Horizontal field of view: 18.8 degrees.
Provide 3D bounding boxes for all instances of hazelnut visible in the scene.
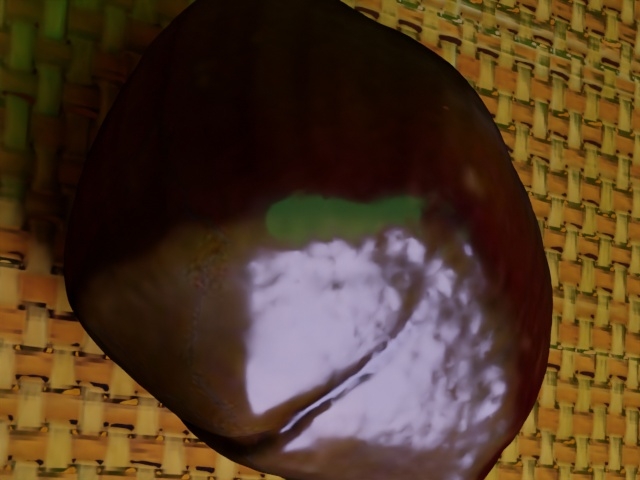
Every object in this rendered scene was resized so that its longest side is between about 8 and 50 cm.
[{"bbox_3d":[-0.003,0.001,0.774,0.181,0.181,0.212,-44,121,-7],"label":"hazelnut"}]
